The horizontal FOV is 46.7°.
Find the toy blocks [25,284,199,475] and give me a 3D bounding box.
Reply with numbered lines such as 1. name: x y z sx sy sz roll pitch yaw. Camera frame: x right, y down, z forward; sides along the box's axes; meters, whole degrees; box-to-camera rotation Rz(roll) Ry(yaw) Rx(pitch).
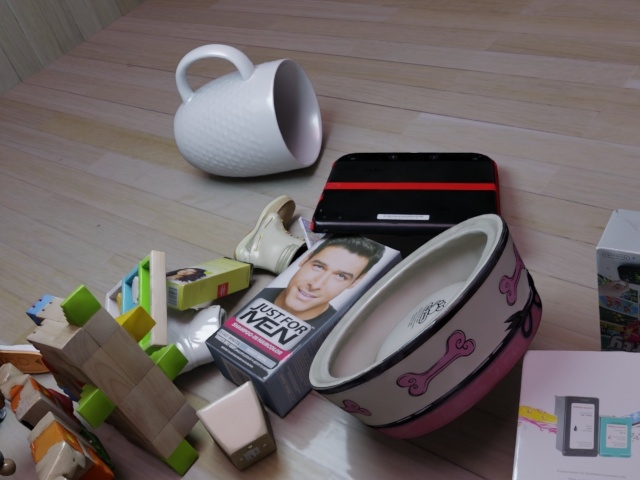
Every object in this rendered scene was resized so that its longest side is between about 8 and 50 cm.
1. toy blocks: -0.395 0.239 1.338 0.261 0.381 0.191 1 43 48

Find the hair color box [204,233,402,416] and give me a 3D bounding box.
1. hair color box: -0.019 0.144 1.449 0.185 0.114 0.374 24 55 42

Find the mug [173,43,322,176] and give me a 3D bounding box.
1. mug: -0.219 -0.334 1.897 0.328 0.374 0.276 -7 44 25

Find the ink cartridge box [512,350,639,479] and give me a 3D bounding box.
1. ink cartridge box: 0.375 0.314 1.010 0.197 0.198 0.270 -2 41 22

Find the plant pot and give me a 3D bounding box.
1. plant pot: -0.136 0.331 1.290 0.109 0.109 0.096 -29 52 -12

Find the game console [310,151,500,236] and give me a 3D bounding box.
1. game console: 0.193 -0.099 1.615 0.386 0.060 0.342 1 33 12

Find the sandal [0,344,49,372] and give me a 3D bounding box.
1. sandal: -0.698 0.274 1.593 0.265 0.102 0.076 -5 38 15

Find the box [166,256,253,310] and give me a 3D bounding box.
1. box: -0.242 0.087 1.561 0.087 0.058 0.232 12 14 28

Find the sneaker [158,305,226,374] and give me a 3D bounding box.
1. sneaker: -0.283 0.171 1.554 0.169 0.108 0.292 -16 36 -14

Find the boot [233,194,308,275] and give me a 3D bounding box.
1. boot: -0.077 -0.008 1.685 0.165 0.077 0.213 13 54 35

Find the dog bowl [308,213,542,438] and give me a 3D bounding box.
1. dog bowl: 0.178 0.145 1.202 0.408 0.150 0.408 -41 7 6

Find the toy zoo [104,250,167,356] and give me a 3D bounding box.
1. toy zoo: -0.385 0.164 1.497 0.293 0.030 0.192 -36 52 45

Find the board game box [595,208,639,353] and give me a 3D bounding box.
1. board game box: 0.538 0.110 1.096 0.224 0.303 0.097 11 48 34

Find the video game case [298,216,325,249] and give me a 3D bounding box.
1. video game case: 0.000 0.000 1.644 0.011 0.087 0.122 -53 31 23

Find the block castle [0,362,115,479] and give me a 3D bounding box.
1. block castle: -0.502 0.436 1.238 0.303 0.213 0.453 -45 37 -12

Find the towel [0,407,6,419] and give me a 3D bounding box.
1. towel: -0.787 0.271 1.513 0.235 0.284 0.121 -9 8 6
